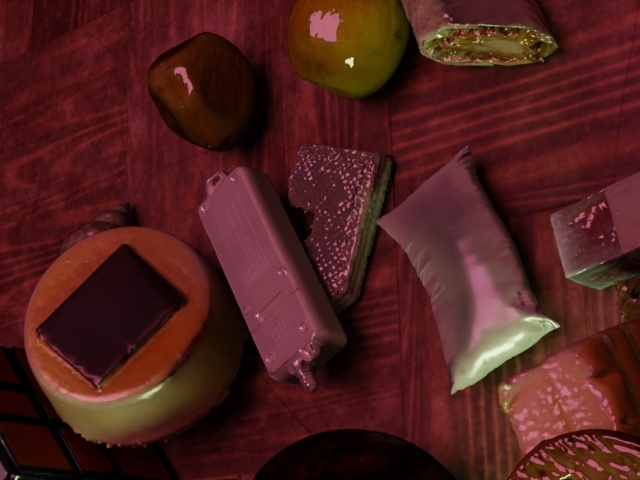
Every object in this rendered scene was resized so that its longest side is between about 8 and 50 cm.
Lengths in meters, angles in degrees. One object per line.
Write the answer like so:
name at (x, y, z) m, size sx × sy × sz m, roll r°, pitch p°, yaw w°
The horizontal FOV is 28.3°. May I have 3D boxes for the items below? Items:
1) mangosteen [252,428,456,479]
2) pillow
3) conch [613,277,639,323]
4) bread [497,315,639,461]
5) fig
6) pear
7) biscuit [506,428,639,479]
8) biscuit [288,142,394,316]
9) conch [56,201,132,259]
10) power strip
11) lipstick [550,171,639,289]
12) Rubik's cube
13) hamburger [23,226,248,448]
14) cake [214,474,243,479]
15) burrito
mangosteen at (0.032, 0.334, 1.312) m, size 0.288 × 0.288 × 0.288 m, roll -13°, pitch 70°, yaw 39°
pillow at (0.156, 0.031, 1.420) m, size 0.144 × 0.078 × 0.254 m, roll -39°, pitch 56°, yaw 27°
conch at (0.336, 0.085, 1.266) m, size 0.121 × 0.074 × 0.089 m, roll 46°, pitch 127°, yaw 17°
bread at (0.280, 0.201, 1.125) m, size 0.111 × 0.239 × 0.246 m, roll -27°, pitch 80°, yaw 34°
fig at (-0.154, -0.197, 1.718) m, size 0.165 × 0.144 × 0.154 m, roll 55°, pitch 128°, yaw 26°
pear at (0.034, -0.257, 1.560) m, size 0.149 × 0.149 × 0.162 m, roll 26°, pitch 104°, yaw 43°
biscuit at (0.225, 0.242, 1.010) m, size 0.188 × 0.027 × 0.187 m, roll 2°, pitch 93°, yaw 31°
biscuit at (0.000, 0.000, 1.590) m, size 0.147 × 0.046 × 0.250 m, roll 14°, pitch 88°, yaw 42°
conch at (-0.322, 0.040, 1.832) m, size 0.116 × 0.106 × 0.173 m, roll -18°, pitch 85°, yaw 17°
power strip at (-0.061, 0.046, 1.560) m, size 0.098 × 0.058 × 0.338 m, roll -44°, pitch 52°, yaw 25°
lipstick at (0.403, -0.057, 1.226) m, size 0.371 × 0.076 × 0.079 m, roll -27°, pitch 60°, yaw 34°
Rubik's cube at (-0.413, 0.329, 1.708) m, size 0.288 × 0.283 × 0.293 m, roll -54°, pitch 47°, yaw 18°
hamburger at (-0.237, 0.123, 1.645) m, size 0.302 × 0.170 × 0.302 m, roll -6°, pitch 62°, yaw 11°
cake at (-0.151, 0.404, 1.524) m, size 0.260 × 0.179 × 0.156 m, roll -47°, pitch 51°, yaw 21°
burrito at (0.157, -0.315, 1.487) m, size 0.143 × 0.105 × 0.299 m, roll -20°, pitch 61°, yaw 3°
